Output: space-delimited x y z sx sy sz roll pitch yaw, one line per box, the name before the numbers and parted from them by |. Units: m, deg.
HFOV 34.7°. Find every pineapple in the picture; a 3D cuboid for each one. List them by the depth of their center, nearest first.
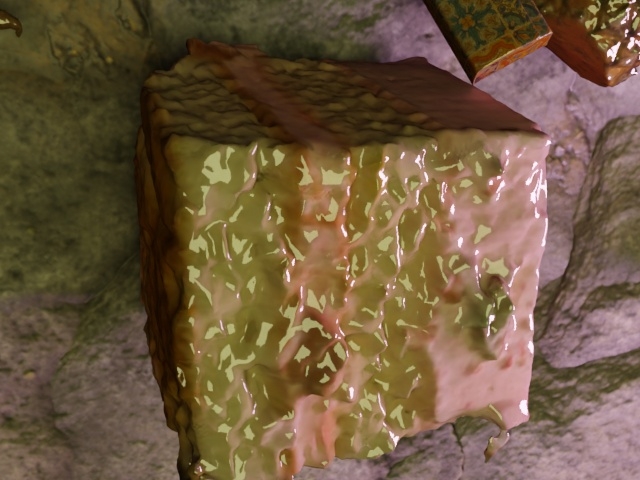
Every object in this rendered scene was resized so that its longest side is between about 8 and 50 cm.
pineapple | 0.300 -0.276 0.909 0.158 0.158 0.278 40 96 -27

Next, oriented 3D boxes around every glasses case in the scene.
glasses case | 0.106 -0.245 0.862 0.075 0.049 0.218 -29 83 0

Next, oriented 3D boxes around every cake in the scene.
cake | 0.000 0.000 0.881 0.307 0.293 0.314 -7 120 -17

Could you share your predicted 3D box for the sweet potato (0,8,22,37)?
sweet potato | -0.345 -0.193 0.823 0.206 0.068 0.060 9 136 -24
